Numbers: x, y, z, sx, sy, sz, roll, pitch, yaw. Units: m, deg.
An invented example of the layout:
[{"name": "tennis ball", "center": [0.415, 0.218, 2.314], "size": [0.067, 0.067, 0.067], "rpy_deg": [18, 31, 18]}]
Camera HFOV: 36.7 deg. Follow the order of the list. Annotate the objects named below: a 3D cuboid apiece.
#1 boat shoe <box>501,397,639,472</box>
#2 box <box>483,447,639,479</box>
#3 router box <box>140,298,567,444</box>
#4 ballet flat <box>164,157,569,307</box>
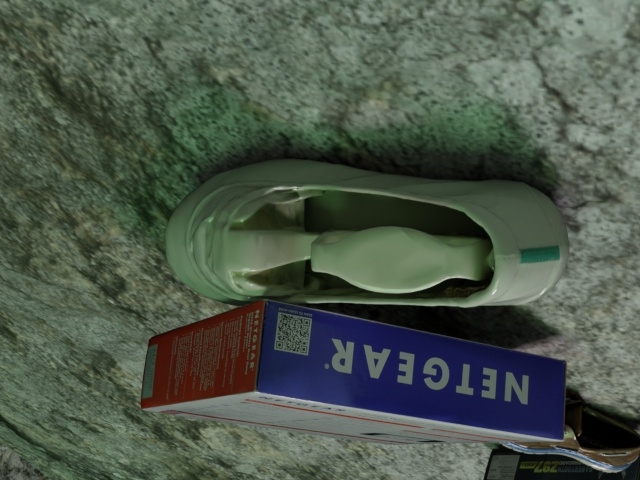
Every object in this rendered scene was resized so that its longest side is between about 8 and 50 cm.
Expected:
[{"name": "boat shoe", "center": [0.266, 0.200, 1.059], "size": [0.183, 0.066, 0.066], "rpy_deg": [14, 148, -4]}, {"name": "box", "center": [0.349, 0.323, 1.204], "size": [0.183, 0.059, 0.233], "rpy_deg": [38, 149, -28]}, {"name": "router box", "center": [0.025, 0.150, 0.988], "size": [0.336, 0.082, 0.301], "rpy_deg": [14, 162, -26]}, {"name": "ballet flat", "center": [0.000, 0.000, 0.810], "size": [0.400, 0.139, 0.139], "rpy_deg": [1, 145, 30]}]
